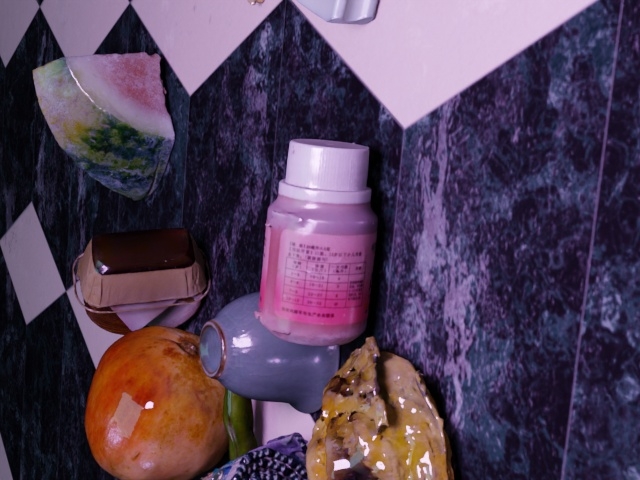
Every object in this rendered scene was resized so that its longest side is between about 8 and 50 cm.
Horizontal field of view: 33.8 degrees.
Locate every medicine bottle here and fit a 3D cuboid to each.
[{"bbox_3d":[0.000,0.000,1.320,0.147,0.147,0.247,23,109,58],"label":"medicine bottle"}]

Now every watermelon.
[{"bbox_3d":[-0.384,-0.232,1.950,0.310,0.231,0.193,46,149,-15],"label":"watermelon"}]

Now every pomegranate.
[{"bbox_3d":[-0.258,0.272,1.659,0.270,0.229,0.252,-57,35,24],"label":"pomegranate"}]

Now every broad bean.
[{"bbox_3d":[-0.119,0.270,1.570,0.043,0.060,0.297,3,107,25],"label":"broad bean"}]

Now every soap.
[{"bbox_3d":[0.037,-0.380,1.327,0.119,0.067,0.198,48,131,51],"label":"soap"}]

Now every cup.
[{"bbox_3d":[-0.085,0.147,1.459,0.199,0.150,0.199,3,94,60],"label":"cup"}]

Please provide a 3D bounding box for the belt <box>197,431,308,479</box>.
[{"bbox_3d":[-0.089,0.420,1.414,0.160,0.207,0.295,-30,67,54],"label":"belt"}]

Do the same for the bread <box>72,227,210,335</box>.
[{"bbox_3d":[-0.298,0.076,1.759,0.212,0.224,0.142,105,156,-51],"label":"bread"}]

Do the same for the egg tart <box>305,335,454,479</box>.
[{"bbox_3d":[0.049,0.261,1.266,0.297,0.132,0.297,-177,90,-65],"label":"egg tart"}]

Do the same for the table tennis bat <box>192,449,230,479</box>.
[{"bbox_3d":[-0.168,0.367,1.727,0.236,0.027,0.150,-36,60,56],"label":"table tennis bat"}]

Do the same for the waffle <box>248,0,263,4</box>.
[{"bbox_3d":[-0.086,-0.464,1.567,0.191,0.032,0.125,-63,38,40],"label":"waffle"}]
